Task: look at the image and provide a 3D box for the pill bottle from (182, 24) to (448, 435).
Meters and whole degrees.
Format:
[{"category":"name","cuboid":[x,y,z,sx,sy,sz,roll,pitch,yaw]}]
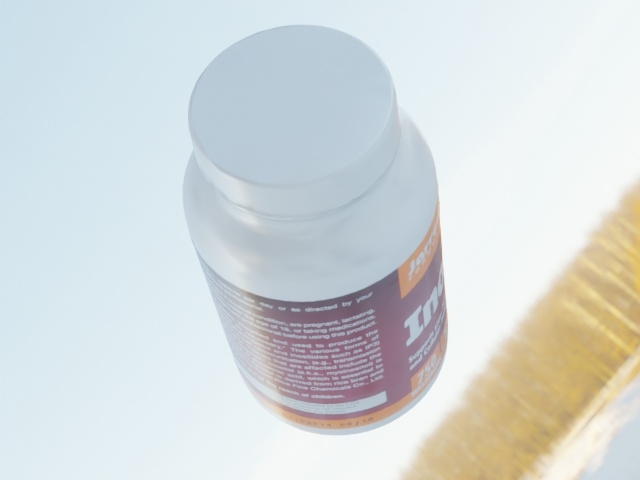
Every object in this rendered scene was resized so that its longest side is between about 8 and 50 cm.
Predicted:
[{"category":"pill bottle","cuboid":[0.000,0.000,0.463,0.086,0.086,0.152,-44,-28,-19]}]
